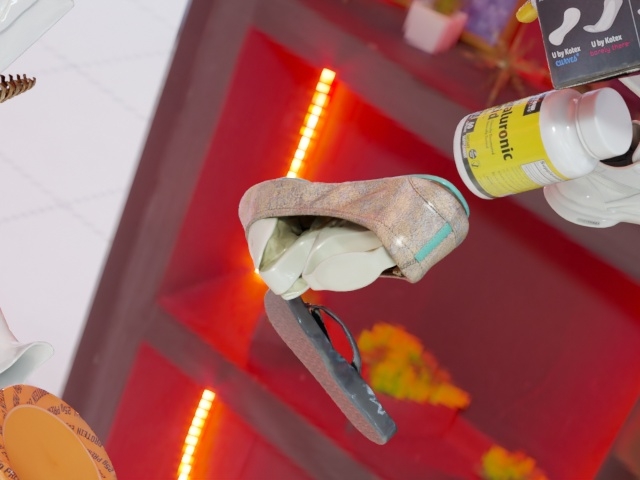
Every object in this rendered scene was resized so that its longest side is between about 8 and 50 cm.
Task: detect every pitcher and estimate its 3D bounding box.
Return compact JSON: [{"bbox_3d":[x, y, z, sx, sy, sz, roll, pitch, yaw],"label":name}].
[{"bbox_3d":[-0.419,0.122,1.706,0.207,0.178,0.125,39,18,20],"label":"pitcher"}]

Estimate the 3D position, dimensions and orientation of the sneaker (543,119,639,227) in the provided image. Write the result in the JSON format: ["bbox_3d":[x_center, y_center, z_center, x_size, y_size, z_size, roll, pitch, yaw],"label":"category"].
[{"bbox_3d":[0.465,-0.084,2.062,0.305,0.152,0.114,2,44,-15],"label":"sneaker"}]

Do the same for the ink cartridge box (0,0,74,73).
[{"bbox_3d":[-0.416,-0.269,1.607,0.232,0.168,0.171,13,54,46],"label":"ink cartridge box"}]

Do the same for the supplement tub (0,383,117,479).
[{"bbox_3d":[-0.354,0.281,1.358,0.207,0.338,0.207,46,22,-24],"label":"supplement tub"}]

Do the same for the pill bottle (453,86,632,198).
[{"bbox_3d":[0.156,-0.071,1.067,0.116,0.065,0.065,-14,2,40],"label":"pill bottle"}]

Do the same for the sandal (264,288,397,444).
[{"bbox_3d":[0.015,0.136,1.806,0.097,0.054,0.254,20,-30,56],"label":"sandal"}]

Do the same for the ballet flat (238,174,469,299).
[{"bbox_3d":[0.000,0.000,1.383,0.107,0.316,0.106,46,62,-22],"label":"ballet flat"}]

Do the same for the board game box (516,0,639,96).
[{"bbox_3d":[0.430,-0.249,1.602,0.390,0.050,0.390,39,59,-9],"label":"board game box"}]

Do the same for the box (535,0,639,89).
[{"bbox_3d":[0.268,-0.195,0.987,0.247,0.142,0.163,-16,3,-44],"label":"box"}]

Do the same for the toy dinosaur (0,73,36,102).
[{"bbox_3d":[-0.485,-0.239,1.988,0.164,0.218,0.322,20,5,3],"label":"toy dinosaur"}]
